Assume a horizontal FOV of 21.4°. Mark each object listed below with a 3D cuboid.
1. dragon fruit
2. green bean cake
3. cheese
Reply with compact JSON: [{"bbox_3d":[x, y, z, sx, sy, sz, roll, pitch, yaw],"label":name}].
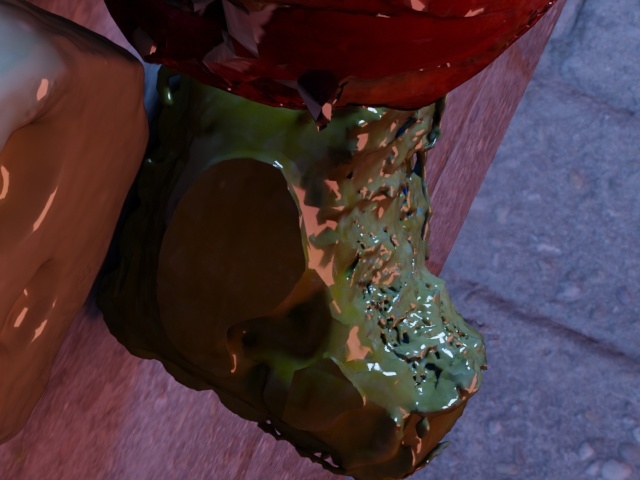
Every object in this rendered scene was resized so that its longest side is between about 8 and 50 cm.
[{"bbox_3d":[0.008,-0.213,0.847,0.302,0.295,0.295,-43,158,-26],"label":"dragon fruit"},{"bbox_3d":[0.000,0.000,1.176,0.202,0.285,0.310,-34,145,-57],"label":"green bean cake"},{"bbox_3d":[-0.198,0.022,0.816,0.326,0.115,0.318,-53,162,-40],"label":"cheese"}]
